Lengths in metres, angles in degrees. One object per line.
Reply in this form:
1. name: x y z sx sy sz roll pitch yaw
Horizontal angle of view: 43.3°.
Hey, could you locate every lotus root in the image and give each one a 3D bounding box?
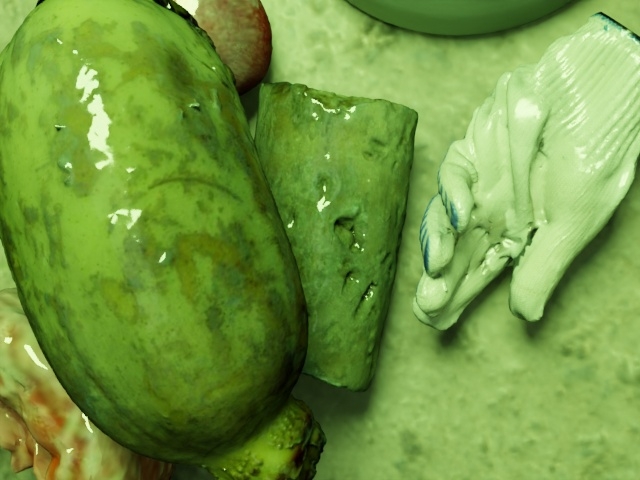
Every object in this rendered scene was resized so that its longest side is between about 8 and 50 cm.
1. lotus root: -0.089 0.003 0.443 0.173 0.173 0.309 -23 83 9

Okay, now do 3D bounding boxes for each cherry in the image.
1. cherry: -0.076 -0.097 0.560 0.107 0.090 0.226 -16 102 -6

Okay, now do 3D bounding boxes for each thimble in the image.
1. thimble: -0.219 0.145 0.546 0.239 0.162 0.239 0 92 10

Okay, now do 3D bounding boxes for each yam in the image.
1. yam: 0.000 0.000 0.537 0.107 0.107 0.194 9 94 9

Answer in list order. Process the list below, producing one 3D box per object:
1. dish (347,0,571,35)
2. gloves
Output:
1. dish: 0.091 -0.276 0.500 0.273 0.134 0.273 0 93 9
2. gloves: 0.135 -0.037 0.517 0.119 0.097 0.229 40 93 11
